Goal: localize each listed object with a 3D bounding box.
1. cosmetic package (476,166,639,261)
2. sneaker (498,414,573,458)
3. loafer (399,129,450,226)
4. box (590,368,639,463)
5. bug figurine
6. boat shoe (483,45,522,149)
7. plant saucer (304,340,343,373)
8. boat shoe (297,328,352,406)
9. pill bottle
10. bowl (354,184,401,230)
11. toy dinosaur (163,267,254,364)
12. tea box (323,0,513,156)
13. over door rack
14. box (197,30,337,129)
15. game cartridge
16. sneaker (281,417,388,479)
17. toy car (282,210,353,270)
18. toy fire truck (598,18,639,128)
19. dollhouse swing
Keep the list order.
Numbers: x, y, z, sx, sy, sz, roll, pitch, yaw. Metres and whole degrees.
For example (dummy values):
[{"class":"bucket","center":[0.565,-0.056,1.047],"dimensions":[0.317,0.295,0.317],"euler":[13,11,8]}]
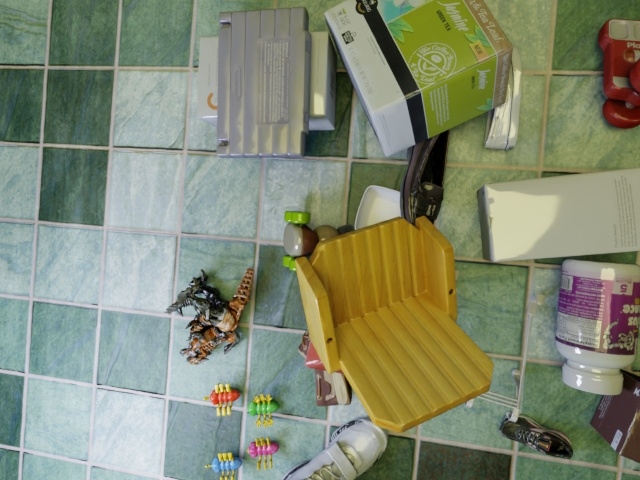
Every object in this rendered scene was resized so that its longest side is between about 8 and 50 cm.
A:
[{"class":"cosmetic package","center":[0.584,-0.058,1.103],"dimensions":[0.366,0.155,0.196],"euler":[-4,89,12]},{"class":"sneaker","center":[0.551,0.499,1.153],"dimensions":[0.178,0.077,0.071],"euler":[11,91,11]},{"class":"loafer","center":[0.271,-0.152,1.157],"dimensions":[0.095,0.109,0.302],"euler":[-7,73,51]},{"class":"box","center":[0.792,0.431,1.060],"dimensions":[0.203,0.167,0.168],"euler":[22,95,10]},{"class":"bug figurine","center":[-0.226,0.544,1.308],"dimensions":[0.217,0.072,0.278],"euler":[-3,85,5]},{"class":"boat shoe","center":[0.456,-0.361,1.156],"dimensions":[0.084,0.095,0.257],"euler":[1,90,7]},{"class":"plant saucer","center":[0.114,0.225,1.173],"dimensions":[0.259,0.048,0.258],"euler":[16,85,-20]},{"class":"boat shoe","center":[-0.005,0.287,1.241],"dimensions":[0.123,0.123,0.341],"euler":[-12,94,10]},{"class":"pill bottle","center":[0.657,0.199,1.084],"dimensions":[0.169,0.169,0.301],"euler":[4,92,11]},{"class":"bowl","center":[0.174,-0.068,1.234],"dimensions":[0.142,0.053,0.142],"euler":[18,93,10]},{"class":"toy dinosaur","center":[-0.304,0.204,1.307],"dimensions":[0.218,0.164,0.322],"euler":[39,79,-6]},{"class":"tea box","center":[0.229,-0.441,1.098],"dimensions":[0.324,0.220,0.328],"euler":[-24,68,9]},{"class":"over door rack","center":[0.414,0.266,1.174],"dimensions":[0.240,0.108,0.324],"euler":[15,79,10]},{"class":"box","center":[-0.137,-0.420,1.234],"dimensions":[0.346,0.168,0.214],"euler":[3,91,10]},{"class":"game cartridge","center":[-0.138,-0.381,1.120],"dimensions":[0.230,0.068,0.354],"euler":[2,92,7]},{"class":"sneaker","center":[0.024,0.622,1.189],"dimensions":[0.366,0.210,0.137],"euler":[-39,84,9]},{"class":"toy car","center":[0.000,0.000,1.253],"dimensions":[0.189,0.149,0.154],"euler":[1,95,-18]},{"class":"toy fire truck","center":[0.820,-0.407,1.064],"dimensions":[0.302,0.169,0.253],"euler":[8,73,10]},{"class":"dollhouse swing","center":[0.174,0.160,0.986],"dimensions":[0.347,0.305,0.315],"euler":[-17,114,-16]}]
